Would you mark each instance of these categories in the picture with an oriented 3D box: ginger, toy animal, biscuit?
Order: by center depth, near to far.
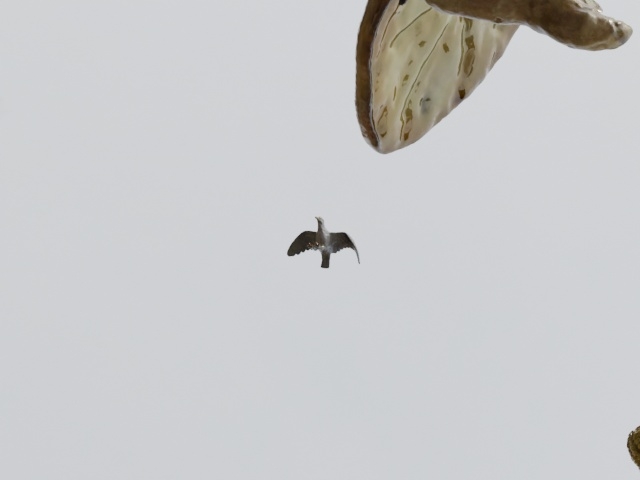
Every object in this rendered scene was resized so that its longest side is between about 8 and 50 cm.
[{"bbox_3d":[0.087,-0.106,0.723,0.097,0.048,0.030,19,-45,24],"label":"ginger"},{"bbox_3d":[0.093,-0.181,1.231,0.041,0.203,0.260,30,-79,27],"label":"biscuit"},{"bbox_3d":[0.000,0.001,1.700,0.084,0.028,0.050,6,-47,29],"label":"toy animal"}]

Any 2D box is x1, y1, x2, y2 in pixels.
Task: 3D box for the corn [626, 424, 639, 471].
[{"bbox_3d":[0.255,0.173,1.253,0.037,0.037,0.092,-51,-122,33],"label":"corn"}]
